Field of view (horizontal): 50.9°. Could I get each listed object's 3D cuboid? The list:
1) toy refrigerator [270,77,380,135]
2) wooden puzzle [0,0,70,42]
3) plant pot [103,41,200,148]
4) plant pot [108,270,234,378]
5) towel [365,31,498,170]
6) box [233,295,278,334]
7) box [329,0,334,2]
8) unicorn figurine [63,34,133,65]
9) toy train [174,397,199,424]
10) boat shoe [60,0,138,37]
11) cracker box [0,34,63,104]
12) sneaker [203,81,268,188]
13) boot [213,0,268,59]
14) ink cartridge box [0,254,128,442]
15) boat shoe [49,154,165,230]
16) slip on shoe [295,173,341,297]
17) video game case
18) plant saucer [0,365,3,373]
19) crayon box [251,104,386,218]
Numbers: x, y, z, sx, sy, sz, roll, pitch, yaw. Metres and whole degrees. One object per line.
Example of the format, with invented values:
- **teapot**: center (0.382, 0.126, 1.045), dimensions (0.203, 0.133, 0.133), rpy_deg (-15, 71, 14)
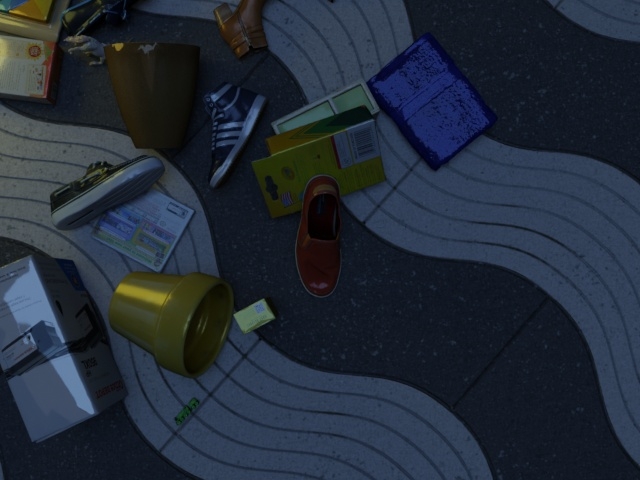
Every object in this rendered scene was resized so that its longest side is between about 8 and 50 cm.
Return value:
- **toy refrigerator**: center (0.012, -0.316, 1.769), dimensions (0.270, 0.094, 0.102), rpy_deg (-26, 86, -3)
- **wooden puzzle**: center (-0.783, -0.669, 1.806), dimensions (0.221, 0.044, 0.238), rpy_deg (14, 86, 0)
- **plant pot**: center (-0.420, -0.364, 1.714), dimensions (0.237, 0.237, 0.254), rpy_deg (-2, 99, -1)
- **plant pot**: center (-0.377, 0.186, 1.662), dimensions (0.239, 0.254, 0.253), rpy_deg (15, 85, 16)
- **towel**: center (0.294, -0.368, 1.793), dimensions (0.228, 0.076, 0.308), rpy_deg (-39, 88, 4)
- **box**: center (-0.155, 0.182, 1.659), dimensions (0.087, 0.232, 0.058), rpy_deg (-28, 87, -2)
- **box**: center (-0.023, -0.751, 1.829), dimensions (0.207, 0.036, 0.114), rpy_deg (32, 86, 1)
- **unicorn figurine**: center (-0.584, -0.505, 1.774), dimensions (0.111, 0.162, 0.060), rpy_deg (-11, 91, 25)
- **toy train**: center (-0.348, 0.443, 1.744), dimensions (0.024, 0.017, 0.083), rpy_deg (42, 86, 12)
- **boat shoe**: center (-0.559, -0.607, 1.790), dimensions (0.258, 0.109, 0.089), rpy_deg (-22, 94, 14)
- **cracker box**: center (-0.816, -0.455, 1.778), dimensions (0.233, 0.067, 0.155), rpy_deg (8, 85, -1)
- **sneaker**: center (-0.263, -0.282, 1.757), dimensions (0.153, 0.099, 0.282), rpy_deg (27, 79, -4)
- **boot**: center (-0.174, -0.589, 1.800), dimensions (0.197, 0.073, 0.152), rpy_deg (-29, 85, 9)
- **ink cartridge box**: center (-0.641, 0.249, 1.619), dimensions (0.166, 0.285, 0.394), rpy_deg (-23, 87, -3)
- **boat shoe**: center (-0.559, -0.148, 1.712), dimensions (0.335, 0.121, 0.119), rpy_deg (-26, 78, 9)
- **slip on shoe**: center (0.000, 0.000, 1.699), dimensions (0.123, 0.101, 0.331), rpy_deg (1, 113, -5)
- **video game case**: center (-0.469, -0.045, 1.776), dimensions (0.213, 0.023, 0.193), rpy_deg (28, 86, 0)
- **plant saucer**: center (-0.907, 0.279, 1.651), dimensions (0.041, 0.278, 0.277), rpy_deg (33, 85, 41)
- **crayon box**: center (-0.007, -0.197, 1.708), dimensions (0.319, 0.202, 0.081), rpy_deg (-19, 44, -3)
